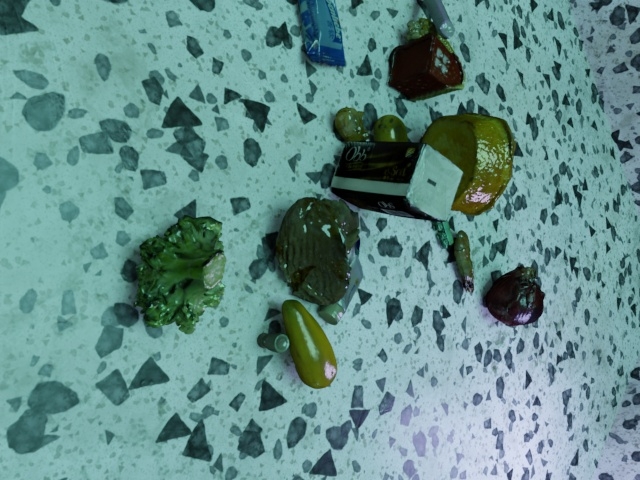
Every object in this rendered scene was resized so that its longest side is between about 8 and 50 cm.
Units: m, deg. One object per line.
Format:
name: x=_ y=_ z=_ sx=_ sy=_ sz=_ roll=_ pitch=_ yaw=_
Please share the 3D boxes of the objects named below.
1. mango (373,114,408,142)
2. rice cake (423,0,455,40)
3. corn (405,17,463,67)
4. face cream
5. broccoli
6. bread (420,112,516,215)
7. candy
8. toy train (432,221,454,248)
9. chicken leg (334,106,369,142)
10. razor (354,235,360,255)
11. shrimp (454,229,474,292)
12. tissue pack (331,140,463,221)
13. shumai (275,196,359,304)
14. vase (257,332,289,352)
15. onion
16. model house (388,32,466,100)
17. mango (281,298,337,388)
mango: x=0.257 y=-0.349 z=1.813 sx=0.137 sy=0.098 sz=0.195 roll=-47 pitch=120 yaw=-36
rice cake: x=0.435 y=-0.872 z=1.923 sx=0.072 sy=0.056 sz=0.365 roll=26 pitch=42 yaw=-33
corn: x=0.447 y=-0.722 z=1.981 sx=0.347 sy=0.130 sz=0.130 roll=34 pitch=66 yaw=-35
face cream: x=0.079 y=0.161 z=1.637 sx=0.224 sy=0.070 sz=0.114 roll=-53 pitch=143 yaw=-29
broccoli: x=-0.298 y=0.077 z=1.221 sx=0.248 sy=0.245 sz=0.288 roll=10 pitch=85 yaw=-48
bread: x=0.512 y=-0.279 z=1.851 sx=0.215 sy=0.398 sz=0.398 roll=1 pitch=86 yaw=-28
candy: x=-0.006 y=-0.728 z=1.643 sx=0.187 sy=0.077 sz=0.331 roll=-16 pitch=98 yaw=-46
toy train: x=0.477 y=-0.044 z=2.007 sx=0.071 sy=0.038 sz=0.148 roll=-30 pitch=105 yaw=-40
chicken leg: x=0.118 y=-0.360 z=1.715 sx=0.207 sy=0.085 sz=0.101 roll=53 pitch=42 yaw=-34
razor: x=0.117 y=0.052 z=1.706 sx=0.044 sy=0.028 sz=0.155 roll=19 pitch=75 yaw=-37
shrimp: x=0.586 y=0.087 z=2.069 sx=0.145 sy=0.061 sz=0.267 roll=-33 pitch=109 yaw=-61
tissue pack: x=0.225 y=-0.182 z=1.576 sx=0.210 sy=0.370 sz=0.198 roll=28 pitch=84 yaw=-37
shumai: x=0.000 y=-0.002 z=1.563 sx=0.283 sy=0.217 sz=0.346 roll=-73 pitch=149 yaw=-59
vase: x=-0.134 y=0.283 z=1.432 sx=0.053 sy=0.100 sz=0.053 roll=3 pitch=85 yaw=-38
onion: x=0.838 y=0.259 z=2.168 sx=0.281 sy=0.221 sz=0.281 roll=-10 pitch=109 yaw=-30
model house: x=0.400 y=-0.609 z=1.890 sx=0.254 sy=0.196 sz=0.160 roll=23 pitch=72 yaw=-38
mango: x=-0.035 y=0.302 z=1.476 sx=0.176 sy=0.119 sz=0.317 roll=-75 pitch=143 yaw=-72
